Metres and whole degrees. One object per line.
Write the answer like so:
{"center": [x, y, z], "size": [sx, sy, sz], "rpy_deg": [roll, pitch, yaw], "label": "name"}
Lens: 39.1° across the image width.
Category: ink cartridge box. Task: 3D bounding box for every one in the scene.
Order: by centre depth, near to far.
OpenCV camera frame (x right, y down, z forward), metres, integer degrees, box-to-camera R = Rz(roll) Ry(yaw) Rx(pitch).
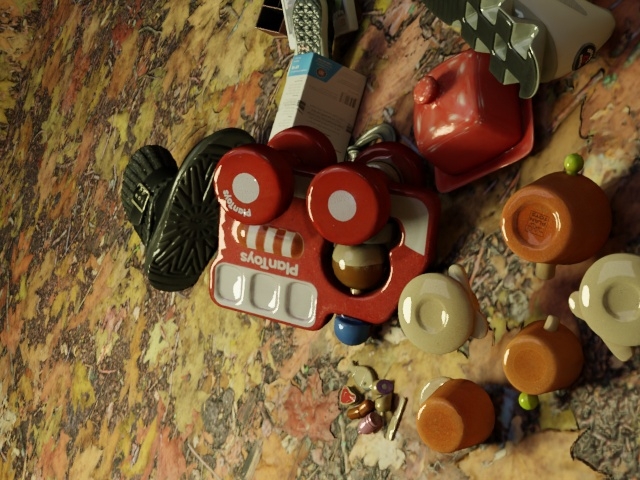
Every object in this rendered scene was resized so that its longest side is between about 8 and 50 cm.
{"center": [-0.010, -0.174, 1.334], "size": [0.060, 0.104, 0.180], "rpy_deg": [10, 82, 56], "label": "ink cartridge box"}

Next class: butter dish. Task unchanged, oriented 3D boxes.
{"center": [0.161, -0.160, 1.070], "size": [0.160, 0.118, 0.160], "rpy_deg": [-25, 55, 47], "label": "butter dish"}

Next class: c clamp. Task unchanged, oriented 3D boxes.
{"center": [0.058, -0.084, 1.268], "size": [0.137, 0.022, 0.160], "rpy_deg": [-14, 63, 52], "label": "c clamp"}

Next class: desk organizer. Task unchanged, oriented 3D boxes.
{"center": [-0.066, -0.425, 1.586], "size": [0.047, 0.050, 0.130], "rpy_deg": [17, 89, 57], "label": "desk organizer"}

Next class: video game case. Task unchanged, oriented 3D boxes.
{"center": [-0.013, -0.418, 1.458], "size": [0.173, 0.022, 0.190], "rpy_deg": [-1, 101, 55], "label": "video game case"}

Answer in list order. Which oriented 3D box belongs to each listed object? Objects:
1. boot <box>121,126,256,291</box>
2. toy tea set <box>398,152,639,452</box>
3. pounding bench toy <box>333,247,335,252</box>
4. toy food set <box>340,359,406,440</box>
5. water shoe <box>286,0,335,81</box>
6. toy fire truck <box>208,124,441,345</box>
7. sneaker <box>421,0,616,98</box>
{"center": [-0.248, -0.108, 1.619], "size": [0.348, 0.131, 0.260], "rpy_deg": [-55, 37, 24], "label": "boot"}
{"center": [0.207, 0.076, 0.931], "size": [0.336, 0.124, 0.200], "rpy_deg": [-44, 72, 30], "label": "toy tea set"}
{"center": [0.011, 0.034, 1.248], "size": [0.083, 0.065, 0.052], "rpy_deg": [16, 87, 22], "label": "pounding bench toy"}
{"center": [0.056, 0.203, 1.132], "size": [0.122, 0.019, 0.077], "rpy_deg": [20, 91, 57], "label": "toy food set"}
{"center": [-0.003, -0.289, 1.413], "size": [0.073, 0.080, 0.203], "rpy_deg": [15, 116, 22], "label": "water shoe"}
{"center": [0.000, 0.000, 1.154], "size": [0.302, 0.169, 0.253], "rpy_deg": [13, 112, 21], "label": "toy fire truck"}
{"center": [0.203, -0.311, 1.034], "size": [0.330, 0.146, 0.122], "rpy_deg": [56, 167, 23], "label": "sneaker"}
